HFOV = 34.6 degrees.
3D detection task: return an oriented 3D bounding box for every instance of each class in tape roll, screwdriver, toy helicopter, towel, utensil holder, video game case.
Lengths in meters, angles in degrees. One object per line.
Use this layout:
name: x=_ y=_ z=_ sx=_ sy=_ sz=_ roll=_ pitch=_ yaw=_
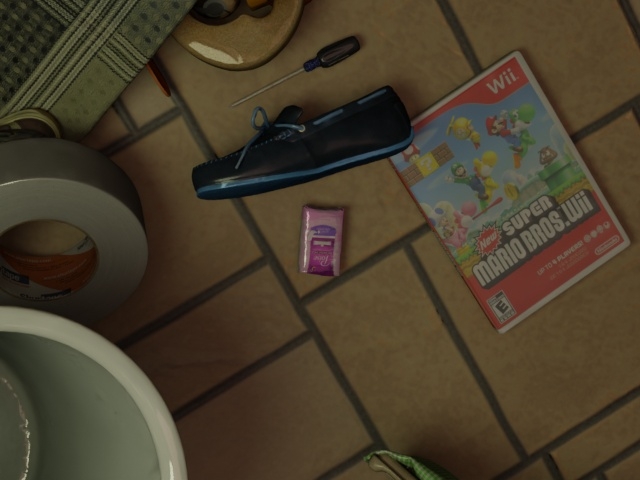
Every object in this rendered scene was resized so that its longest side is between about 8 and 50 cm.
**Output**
tape roll: x=-0.295 y=-0.001 z=1.089 sx=0.219 sy=0.072 sz=0.219 roll=-9 pitch=134 yaw=-9
screwdriver: x=-0.031 y=-0.193 z=1.192 sx=0.170 sy=0.025 sz=0.024 roll=-28 pitch=101 yaw=-6
toy helicopter: x=-0.179 y=-0.320 z=1.117 sx=0.355 sy=0.140 sz=0.235 roll=42 pitch=98 yaw=-2
towel: x=-0.304 y=-0.275 z=1.050 sx=0.312 sy=0.056 sz=0.324 roll=41 pitch=122 yaw=-15
utensil holder: x=-0.350 y=0.220 z=0.961 sx=0.327 sy=0.385 sz=0.328 roll=2 pitch=87 yaw=-31
video game case: x=0.228 y=-0.057 z=1.255 sx=0.204 sy=0.025 sz=0.285 roll=-34 pitch=101 yaw=-4

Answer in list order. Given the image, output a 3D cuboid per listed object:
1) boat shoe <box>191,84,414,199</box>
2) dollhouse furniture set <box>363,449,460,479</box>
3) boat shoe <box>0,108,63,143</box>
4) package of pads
boat shoe: x=-0.026 y=-0.111 z=1.171 sx=0.258 sy=0.109 sz=0.089 roll=-16 pitch=87 yaw=-16
dollhouse furniture set: x=0.220 y=0.300 z=1.156 sx=0.301 sy=0.197 sz=0.151 roll=39 pitch=83 yaw=22
boat shoe: x=-0.384 y=-0.072 z=1.098 sx=0.223 sy=0.073 sz=0.080 roll=-23 pitch=108 yaw=8
package of pads: x=0.000 y=0.000 z=1.217 sx=0.050 sy=0.032 sz=0.083 roll=4 pitch=96 yaw=-8
